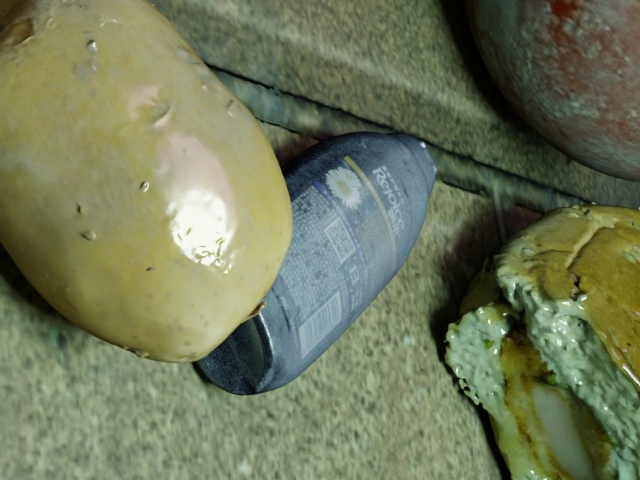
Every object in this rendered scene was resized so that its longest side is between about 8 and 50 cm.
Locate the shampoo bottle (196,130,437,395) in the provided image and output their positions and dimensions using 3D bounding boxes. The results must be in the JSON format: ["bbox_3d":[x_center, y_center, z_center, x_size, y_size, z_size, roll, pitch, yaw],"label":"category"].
[{"bbox_3d":[0.000,0.000,1.029,0.087,0.049,0.233,66,31,-12],"label":"shampoo bottle"}]

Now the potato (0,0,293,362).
[{"bbox_3d":[-0.088,-0.034,0.842,0.178,0.118,0.109,55,-2,-8],"label":"potato"}]

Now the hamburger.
[{"bbox_3d":[0.200,0.108,1.241,0.309,0.132,0.211,62,35,-18],"label":"hamburger"}]

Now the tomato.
[{"bbox_3d":[0.242,-0.188,1.267,0.282,0.317,0.317,33,40,-5],"label":"tomato"}]
